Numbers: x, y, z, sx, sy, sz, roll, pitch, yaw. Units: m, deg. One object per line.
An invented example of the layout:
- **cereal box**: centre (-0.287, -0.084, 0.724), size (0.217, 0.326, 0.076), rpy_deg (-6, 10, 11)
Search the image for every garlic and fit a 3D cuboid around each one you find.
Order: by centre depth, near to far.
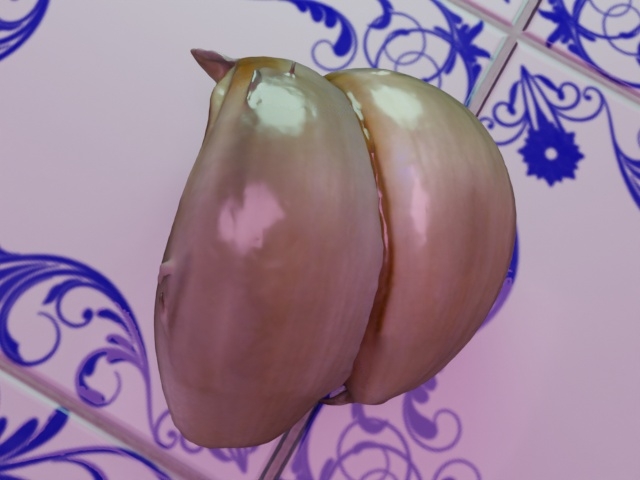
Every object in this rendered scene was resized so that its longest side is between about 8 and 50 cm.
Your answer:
- **garlic**: centre (0.000, 0.000, 0.532), size (0.249, 0.286, 0.313), rpy_deg (-12, 69, 40)
